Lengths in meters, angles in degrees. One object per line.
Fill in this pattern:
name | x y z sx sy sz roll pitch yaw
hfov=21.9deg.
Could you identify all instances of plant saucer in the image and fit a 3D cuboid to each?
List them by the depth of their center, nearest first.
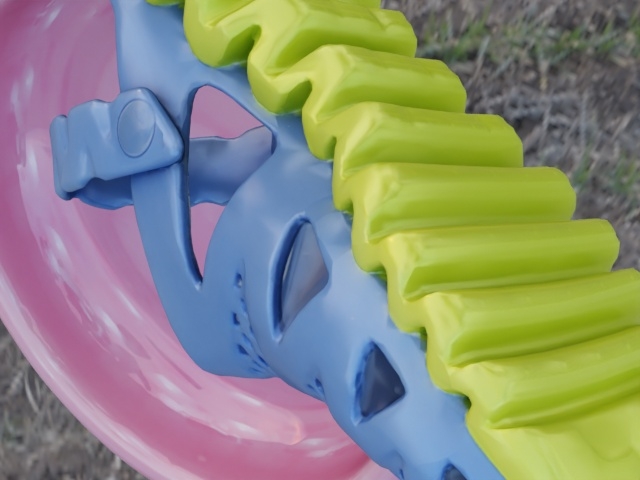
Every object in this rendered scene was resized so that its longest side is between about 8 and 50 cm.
plant saucer | -0.056 -0.011 0.851 0.332 0.332 0.084 43 48 11

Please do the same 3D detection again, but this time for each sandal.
sandal | 0.000 0.000 0.573 0.126 0.138 0.317 11 34 -43
